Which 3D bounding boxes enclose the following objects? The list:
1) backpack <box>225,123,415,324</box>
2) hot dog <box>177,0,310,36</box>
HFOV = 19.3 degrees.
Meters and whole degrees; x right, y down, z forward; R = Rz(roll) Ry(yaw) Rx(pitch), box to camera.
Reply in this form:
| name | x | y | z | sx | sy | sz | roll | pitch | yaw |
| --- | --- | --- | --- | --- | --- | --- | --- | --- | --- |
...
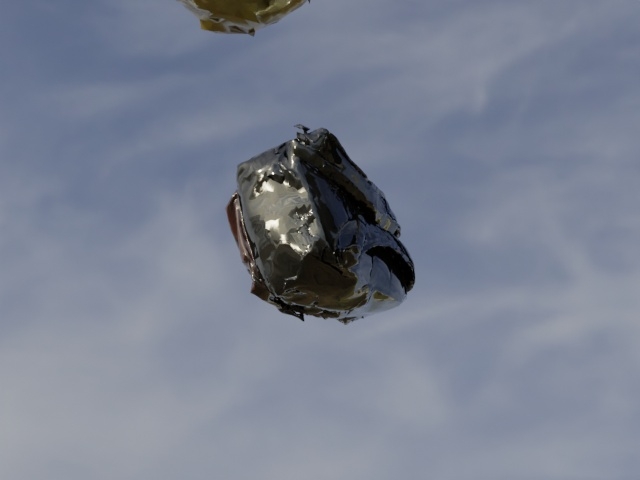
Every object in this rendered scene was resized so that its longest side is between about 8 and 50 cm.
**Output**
| name | x | y | z | sx | sy | sz | roll | pitch | yaw |
| --- | --- | --- | --- | --- | --- | --- | --- | --- | --- |
| backpack | 0.001 | 0.004 | 1.358 | 0.105 | 0.120 | 0.165 | -22 | -28 | 13 |
| hot dog | -0.022 | -0.161 | 0.544 | 0.083 | 0.289 | 0.068 | -35 | -55 | 22 |
